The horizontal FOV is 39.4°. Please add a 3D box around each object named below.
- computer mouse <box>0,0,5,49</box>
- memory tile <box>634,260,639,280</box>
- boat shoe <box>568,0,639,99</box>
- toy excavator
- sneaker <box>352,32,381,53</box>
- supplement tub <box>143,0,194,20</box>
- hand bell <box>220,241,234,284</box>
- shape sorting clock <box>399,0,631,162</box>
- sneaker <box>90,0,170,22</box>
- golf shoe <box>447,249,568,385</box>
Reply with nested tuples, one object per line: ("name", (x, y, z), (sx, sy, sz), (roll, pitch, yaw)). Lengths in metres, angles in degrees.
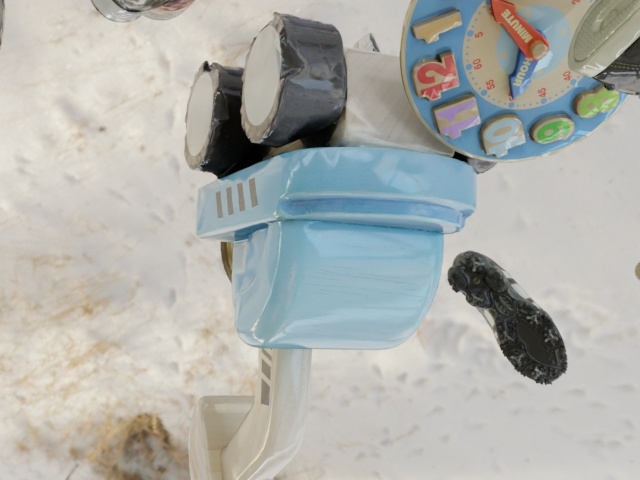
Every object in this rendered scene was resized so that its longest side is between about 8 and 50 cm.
("computer mouse", (-0.188, -0.125, 0.381), (0.188, 0.272, 0.072), (-5, 138, -12))
("memory tile", (0.485, 0.024, 1.140), (0.148, 0.012, 0.113), (17, 123, 18))
("boat shoe", (0.250, -0.158, 0.525), (0.079, 0.084, 0.233), (30, 148, -13))
("toy excavator", (-0.025, 0.061, 0.864), (0.222, 0.445, 0.433), (6, 172, -26))
("sneaker", (0.041, -0.207, 1.272), (0.121, 0.262, 0.099), (-21, 121, 15))
("supplement tub", (-0.216, -0.368, 1.246), (0.106, 0.106, 0.198), (50, 173, -16))
("hand bell", (0.000, 0.000, 1.183), (0.126, 0.242, 0.126), (10, 104, 43))
("shape sorting clock", (0.161, -0.150, 0.675), (0.206, 0.040, 0.206), (-3, 125, -5))
("sneaker", (-0.131, -0.290, 0.686), (0.106, 0.078, 0.234), (8, 103, 43))
("golf shoe", (0.243, 0.089, 1.130), (0.077, 0.094, 0.198), (-37, 89, 16))
